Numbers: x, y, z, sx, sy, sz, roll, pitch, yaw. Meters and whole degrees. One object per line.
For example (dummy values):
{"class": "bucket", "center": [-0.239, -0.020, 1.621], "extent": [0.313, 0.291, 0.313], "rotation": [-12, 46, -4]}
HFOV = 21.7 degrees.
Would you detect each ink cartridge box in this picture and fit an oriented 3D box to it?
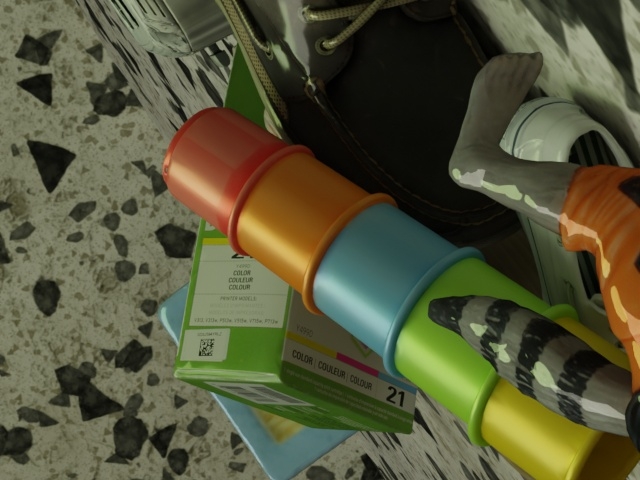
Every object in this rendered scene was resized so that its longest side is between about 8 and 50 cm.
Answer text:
{"class": "ink cartridge box", "center": [0.000, 0.000, 1.244], "extent": [0.097, 0.255, 0.189], "rotation": [0, 163, 33]}

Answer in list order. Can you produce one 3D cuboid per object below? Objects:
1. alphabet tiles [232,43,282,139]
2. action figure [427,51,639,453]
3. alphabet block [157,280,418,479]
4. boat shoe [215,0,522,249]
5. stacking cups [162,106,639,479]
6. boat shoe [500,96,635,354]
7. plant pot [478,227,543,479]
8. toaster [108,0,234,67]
{"class": "alphabet tiles", "center": [-0.015, -0.081, 1.819], "extent": [0.278, 0.021, 0.284], "rotation": [54, 173, 8]}
{"class": "action figure", "center": [0.194, 0.108, 0.709], "extent": [0.341, 0.179, 0.330], "rotation": [54, -175, -45]}
{"class": "alphabet block", "center": [0.007, 0.071, 1.467], "extent": [0.192, 0.193, 0.197], "rotation": [56, -165, 6]}
{"class": "boat shoe", "center": [0.002, -0.144, 0.993], "extent": [0.355, 0.132, 0.130], "rotation": [51, 172, 19]}
{"class": "stacking cups", "center": [0.042, 0.029, 0.934], "extent": [0.316, 0.096, 0.096], "rotation": [34, 163, 29]}
{"class": "boat shoe", "center": [0.162, 0.029, 0.918], "extent": [0.226, 0.083, 0.076], "rotation": [58, 173, -20]}
{"class": "plant pot", "center": [0.125, 0.042, 1.118], "extent": [0.237, 0.110, 0.237], "rotation": [55, 173, 10]}
{"class": "toaster", "center": [-0.103, -0.236, 1.184], "extent": [0.227, 0.146, 0.129], "rotation": [57, 172, -11]}
